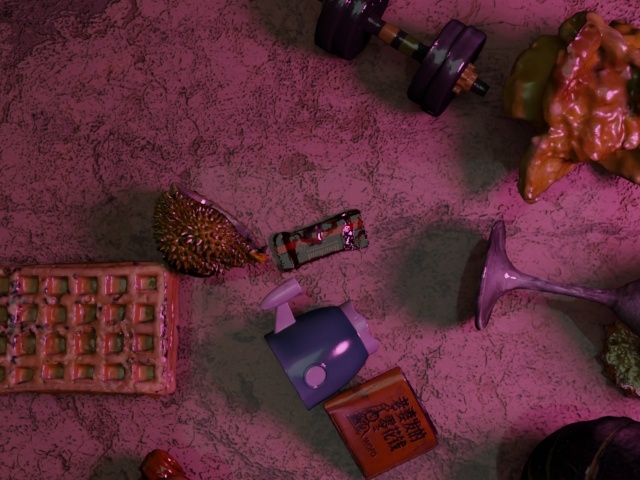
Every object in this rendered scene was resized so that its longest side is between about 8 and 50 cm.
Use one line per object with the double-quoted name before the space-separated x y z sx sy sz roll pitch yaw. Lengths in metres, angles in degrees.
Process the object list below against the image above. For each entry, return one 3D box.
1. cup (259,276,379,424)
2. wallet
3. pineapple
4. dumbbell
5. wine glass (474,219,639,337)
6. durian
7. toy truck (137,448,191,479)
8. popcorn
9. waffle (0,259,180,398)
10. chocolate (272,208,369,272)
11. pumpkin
"cup" 0.008 0.197 1.457 0.173 0.167 0.300 -32 108 -7
"wallet" 0.115 0.331 1.437 0.161 0.042 0.196 -28 117 -1
"pineapple" 0.613 0.201 1.465 0.221 0.047 0.221 -1 82 6
"dumbbell" 0.149 -0.380 1.513 0.388 0.185 0.185 33 86 8
"wine glass" 0.484 0.098 1.366 0.405 0.267 0.267 10 83 18
"durian" -0.210 0.007 1.485 0.237 0.193 0.138 33 92 28
"toy truck" -0.275 0.523 1.386 0.211 0.288 0.204 44 84 -16
"popcorn" 0.488 -0.237 1.444 0.325 0.290 0.321 35 126 -18
"waffle" -0.460 0.172 1.520 0.376 0.114 0.261 -2 84 4
"chocolate" 0.000 0.000 1.548 0.182 0.028 0.086 -15 84 0
"pumpkin" 0.482 0.443 1.304 0.241 0.323 0.323 -33 79 -34
